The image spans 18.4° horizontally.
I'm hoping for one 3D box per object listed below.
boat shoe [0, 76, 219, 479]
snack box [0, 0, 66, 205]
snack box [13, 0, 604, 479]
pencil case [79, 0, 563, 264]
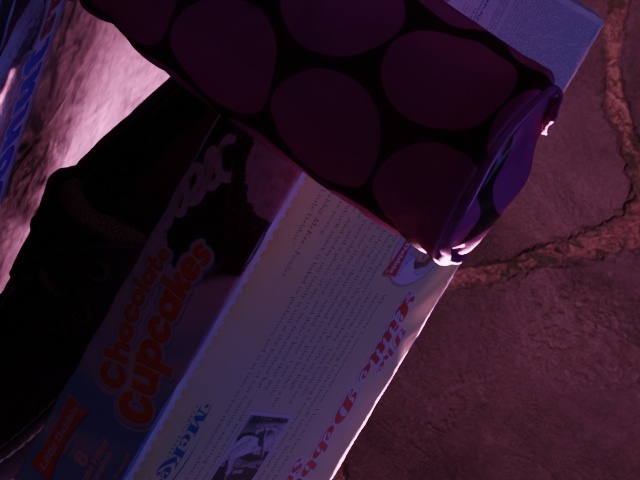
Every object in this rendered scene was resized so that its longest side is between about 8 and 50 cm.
[{"bbox_3d":[-0.101,0.003,0.973,0.285,0.103,0.092,-46,147,-5],"label":"boat shoe"},{"bbox_3d":[-0.127,-0.060,0.755,0.064,0.022,0.178,-54,172,-49],"label":"snack box"},{"bbox_3d":[0.000,0.000,0.956,0.187,0.060,0.322,15,108,-59],"label":"snack box"},{"bbox_3d":[0.001,-0.083,0.810,0.098,0.209,0.095,-45,163,-23],"label":"pencil case"}]
